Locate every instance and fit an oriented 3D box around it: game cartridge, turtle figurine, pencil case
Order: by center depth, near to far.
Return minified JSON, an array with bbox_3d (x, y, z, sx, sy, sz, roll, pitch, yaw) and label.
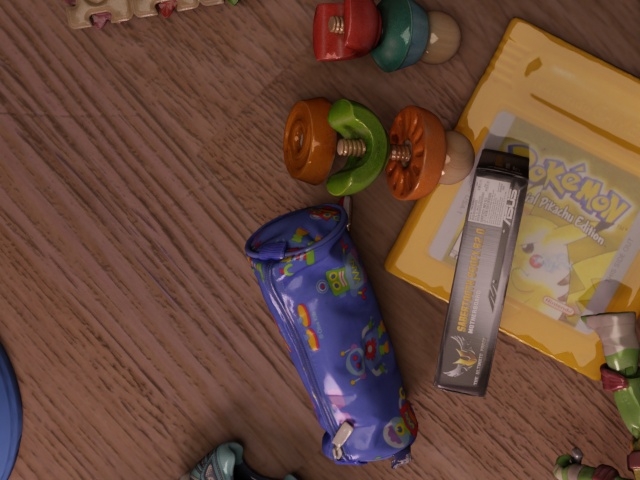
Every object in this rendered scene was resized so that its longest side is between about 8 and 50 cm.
[{"bbox_3d":[0.361,0.210,1.358,0.198,0.274,0.266,-5,86,27],"label":"turtle figurine"},{"bbox_3d":[0.266,-0.044,1.380,0.285,0.053,0.324,27,106,4],"label":"game cartridge"},{"bbox_3d":[0.015,0.115,1.394,0.119,0.133,0.306,-7,111,33],"label":"pencil case"}]

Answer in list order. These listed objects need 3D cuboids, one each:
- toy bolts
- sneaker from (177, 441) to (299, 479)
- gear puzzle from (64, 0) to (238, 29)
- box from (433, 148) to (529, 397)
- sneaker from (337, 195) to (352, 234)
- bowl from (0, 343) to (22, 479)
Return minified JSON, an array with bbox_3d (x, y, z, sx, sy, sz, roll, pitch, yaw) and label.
[{"bbox_3d":[0.071,-0.157,1.365,0.158,0.218,0.228,3,90,-23],"label":"toy bolts"},{"bbox_3d":[-0.047,0.359,1.492,0.283,0.110,0.122,39,102,1],"label":"sneaker"},{"bbox_3d":[-0.139,-0.350,1.403,0.339,0.044,0.175,-8,98,9],"label":"gear puzzle"},{"bbox_3d":[0.171,0.028,1.294,0.056,0.183,0.231,11,103,7],"label":"box"},{"bbox_3d":[0.000,0.000,1.443,0.067,0.042,0.118,12,105,5],"label":"sneaker"},{"bbox_3d":[-0.581,0.222,1.579,0.391,0.077,0.391,2,102,11],"label":"bowl"}]
